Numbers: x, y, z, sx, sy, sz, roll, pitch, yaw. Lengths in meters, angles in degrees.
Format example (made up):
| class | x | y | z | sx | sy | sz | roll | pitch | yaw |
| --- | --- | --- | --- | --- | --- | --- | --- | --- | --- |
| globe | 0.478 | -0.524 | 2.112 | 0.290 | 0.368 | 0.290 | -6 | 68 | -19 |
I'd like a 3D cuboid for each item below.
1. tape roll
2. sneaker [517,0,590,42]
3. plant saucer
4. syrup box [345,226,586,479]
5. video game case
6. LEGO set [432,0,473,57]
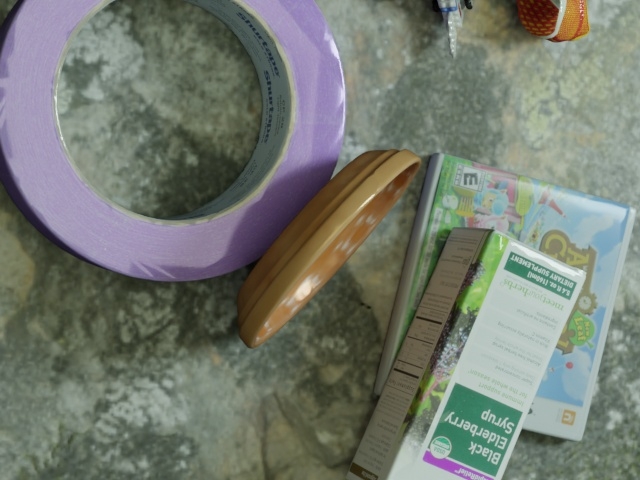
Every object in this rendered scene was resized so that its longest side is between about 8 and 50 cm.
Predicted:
| class | x | y | z | sx | sy | sz | roll | pitch | yaw |
| --- | --- | --- | --- | --- | --- | --- | --- | --- | --- |
| tape roll | -0.122 | -0.106 | 1.361 | 0.275 | 0.090 | 0.275 | -1 | 93 | -17 |
| sneaker | 0.196 | -0.254 | 1.476 | 0.067 | 0.064 | 0.175 | 2 | 87 | -49 |
| plant saucer | 0.000 | 0.000 | 1.352 | 0.037 | 0.200 | 0.200 | 43 | 79 | 6 |
| syrup box | 0.117 | 0.114 | 1.414 | 0.093 | 0.096 | 0.237 | 25 | 85 | -17 |
| video game case | 0.160 | 0.050 | 1.486 | 0.193 | 0.023 | 0.212 | 14 | 88 | -17 |
| LEGO set | 0.086 | -0.255 | 1.378 | 0.244 | 0.182 | 0.060 | 25 | 48 | -17 |
